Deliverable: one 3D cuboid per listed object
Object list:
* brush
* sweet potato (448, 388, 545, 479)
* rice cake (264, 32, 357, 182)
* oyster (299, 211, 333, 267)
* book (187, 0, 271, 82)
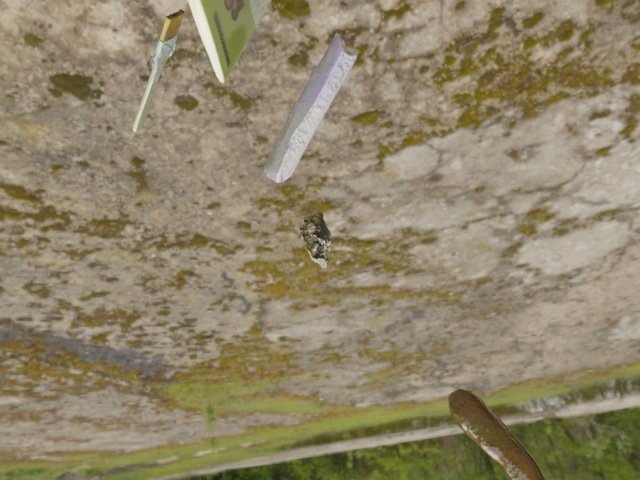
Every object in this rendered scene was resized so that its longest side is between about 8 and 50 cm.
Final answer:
[{"bbox_3d":[-0.391,-0.386,1.312,0.020,0.085,0.336,33,129,-4],"label":"brush"},{"bbox_3d":[0.337,0.383,1.046,0.075,0.273,0.075,-20,133,-23],"label":"sweet potato"},{"bbox_3d":[-0.026,-0.324,1.405,0.064,0.070,0.399,17,108,-45],"label":"rice cake"},{"bbox_3d":[-0.002,-0.010,1.321,0.051,0.148,0.103,-30,146,25],"label":"oyster"},{"bbox_3d":[-0.163,-0.518,1.095,0.035,0.352,0.239,8,147,15],"label":"book"}]
